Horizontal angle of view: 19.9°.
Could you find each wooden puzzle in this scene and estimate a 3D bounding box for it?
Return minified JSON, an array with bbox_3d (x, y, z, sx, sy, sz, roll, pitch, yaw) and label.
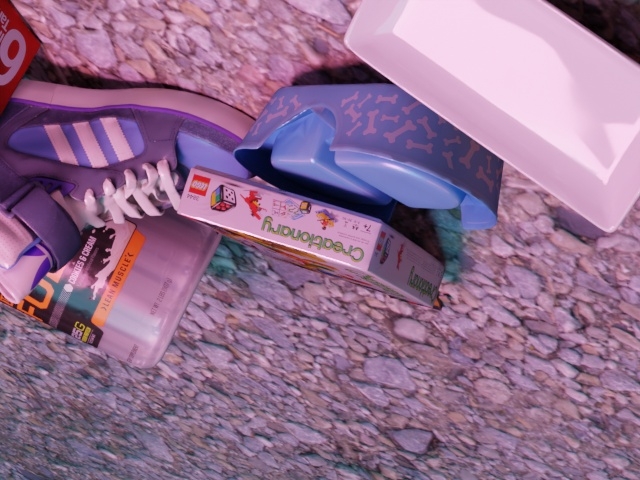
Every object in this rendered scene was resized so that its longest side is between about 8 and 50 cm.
[{"bbox_3d":[0.105,0.057,2.002,0.083,0.006,0.049,13,154,24],"label":"wooden puzzle"}]

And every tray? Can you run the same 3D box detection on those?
[{"bbox_3d":[0.155,-0.135,1.430,0.270,0.030,0.145,36,133,9],"label":"tray"}]

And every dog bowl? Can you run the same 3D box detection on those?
[{"bbox_3d":[0.048,-0.079,1.637,0.166,0.074,0.297,29,167,-33],"label":"dog bowl"}]

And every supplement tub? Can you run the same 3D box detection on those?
[{"bbox_3d":[-0.282,-0.006,2.008,0.316,0.194,0.193,26,156,-3],"label":"supplement tub"}]

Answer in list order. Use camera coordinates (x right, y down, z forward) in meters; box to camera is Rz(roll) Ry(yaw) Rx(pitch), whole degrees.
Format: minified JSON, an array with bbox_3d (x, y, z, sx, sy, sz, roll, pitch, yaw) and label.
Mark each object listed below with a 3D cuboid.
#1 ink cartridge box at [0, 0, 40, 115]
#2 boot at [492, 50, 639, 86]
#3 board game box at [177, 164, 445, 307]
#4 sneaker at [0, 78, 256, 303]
[{"bbox_3d":[-0.435,-0.177,1.702,0.130,0.272,0.309,10,153,29],"label":"ink cartridge box"},{"bbox_3d":[0.189,-0.103,1.521,0.152,0.073,0.197,15,142,19],"label":"boot"},{"bbox_3d":[0.000,0.000,1.802,0.193,0.053,0.305,17,176,17],"label":"board game box"},{"bbox_3d":[-0.227,-0.029,1.815,0.322,0.236,0.130,9,152,10],"label":"sneaker"}]
